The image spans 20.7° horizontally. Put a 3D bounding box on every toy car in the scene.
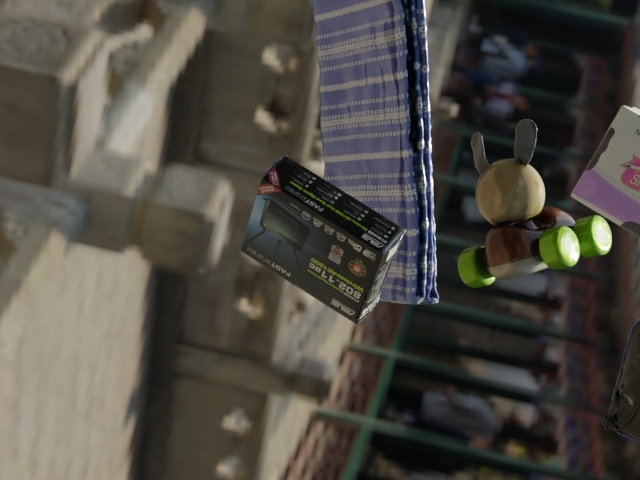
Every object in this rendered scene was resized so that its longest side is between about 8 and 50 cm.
[{"bbox_3d":[0.247,-0.052,2.175,0.149,0.155,0.188,-16,91,-49],"label":"toy car"}]

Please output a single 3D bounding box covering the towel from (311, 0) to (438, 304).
[{"bbox_3d":[0.042,-0.107,1.686,0.243,0.040,0.336,-177,-95,-69],"label":"towel"}]

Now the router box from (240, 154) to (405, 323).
[{"bbox_3d":[0.000,0.000,1.428,0.038,0.122,0.092,-47,163,-40],"label":"router box"}]

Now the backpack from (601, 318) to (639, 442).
[{"bbox_3d":[0.302,0.114,1.459,0.084,0.105,0.114,-11,116,-43],"label":"backpack"}]

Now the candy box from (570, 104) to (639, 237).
[{"bbox_3d":[0.269,-0.019,1.170,0.070,0.165,0.196,-60,164,11],"label":"candy box"}]
